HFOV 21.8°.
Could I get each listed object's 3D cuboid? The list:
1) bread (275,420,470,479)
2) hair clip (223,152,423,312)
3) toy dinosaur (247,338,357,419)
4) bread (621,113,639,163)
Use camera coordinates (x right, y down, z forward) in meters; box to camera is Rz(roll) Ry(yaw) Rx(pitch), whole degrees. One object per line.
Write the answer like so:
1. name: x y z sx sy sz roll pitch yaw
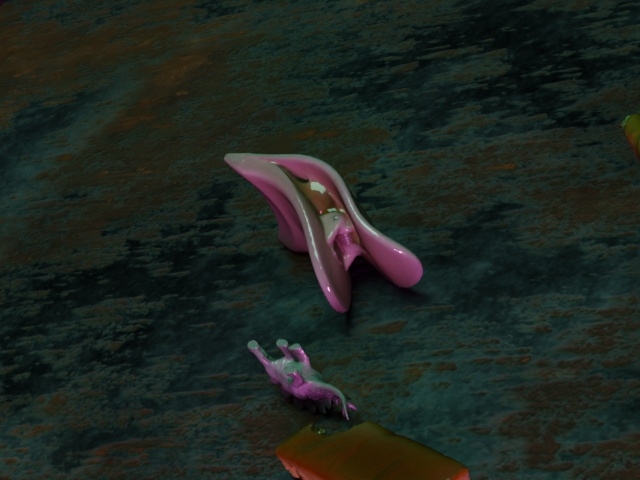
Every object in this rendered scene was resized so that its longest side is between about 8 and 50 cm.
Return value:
1. bread: 0.053 0.233 1.683 0.088 0.049 0.226 -39 32 -22
2. hair clip: 0.012 -0.014 2.003 0.113 0.172 0.282 -36 40 -3
3. toy dinosaur: -0.014 0.157 1.818 0.039 0.082 0.209 -38 31 -16
4. bread: 0.359 0.037 1.594 0.245 0.233 0.362 -34 27 -12
